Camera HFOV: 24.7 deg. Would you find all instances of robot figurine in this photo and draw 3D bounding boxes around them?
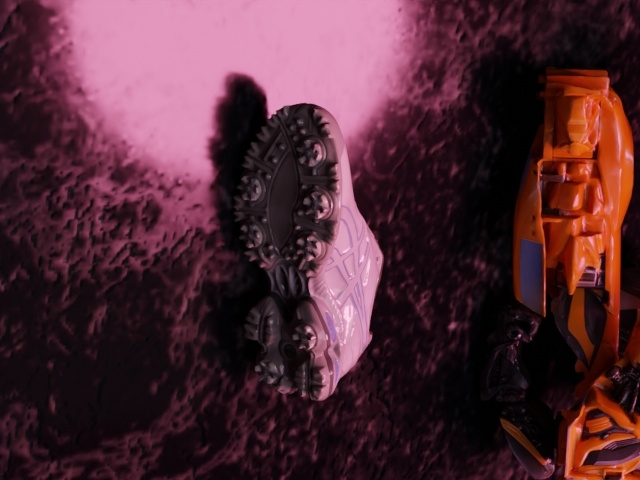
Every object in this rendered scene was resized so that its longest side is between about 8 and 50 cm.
[{"bbox_3d":[0.206,0.038,0.923,0.211,0.085,0.291,1,105,8],"label":"robot figurine"}]

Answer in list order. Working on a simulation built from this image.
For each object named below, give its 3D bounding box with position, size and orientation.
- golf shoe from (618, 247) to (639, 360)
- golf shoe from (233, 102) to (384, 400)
[{"bbox_3d":[0.246,0.092,1.041,0.094,0.077,0.198,-43,121,-1],"label":"golf shoe"},{"bbox_3d":[0.000,0.000,0.831,0.086,0.069,0.176,-29,129,-48],"label":"golf shoe"}]
